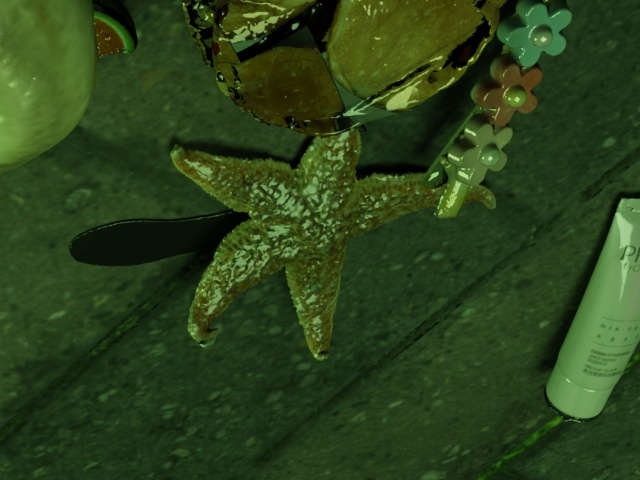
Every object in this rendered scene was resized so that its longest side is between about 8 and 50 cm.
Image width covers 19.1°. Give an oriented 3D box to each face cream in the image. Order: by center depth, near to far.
[{"bbox_3d":[0.264,0.057,1.685,0.092,0.058,0.243,1,130,-21],"label":"face cream"}]

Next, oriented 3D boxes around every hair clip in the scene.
[{"bbox_3d":[0.132,-0.104,1.399,0.062,0.056,0.214,3,129,-36],"label":"hair clip"}]

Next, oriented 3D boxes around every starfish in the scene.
[{"bbox_3d":[-0.003,-0.003,1.483,0.295,0.048,0.231,1,125,-33],"label":"starfish"}]

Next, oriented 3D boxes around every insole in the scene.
[{"bbox_3d":[-0.117,-0.003,1.459,0.153,0.002,0.053,-10,141,-15],"label":"insole"}]

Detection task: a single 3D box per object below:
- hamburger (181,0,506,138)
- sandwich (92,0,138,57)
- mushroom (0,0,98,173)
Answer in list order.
[{"bbox_3d":[0.019,-0.165,1.253,0.231,0.107,0.231,-18,143,-14],"label":"hamburger"},{"bbox_3d":[-0.173,-0.141,1.249,0.101,0.026,0.069,-14,146,-6],"label":"sandwich"},{"bbox_3d":[-0.255,-0.095,1.069,0.254,0.234,0.260,4,146,4],"label":"mushroom"}]
